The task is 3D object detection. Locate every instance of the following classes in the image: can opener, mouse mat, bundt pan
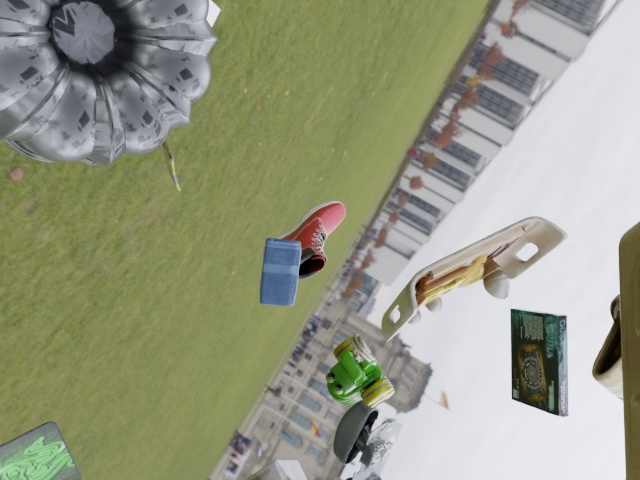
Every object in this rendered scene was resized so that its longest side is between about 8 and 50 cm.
[{"bbox_3d":[0.048,0.383,0.797,0.076,0.095,0.283,1,116,-44],"label":"can opener"},{"bbox_3d":[-0.559,0.440,0.922,0.190,0.152,0.007,-25,-161,-31],"label":"mouse mat"},{"bbox_3d":[-0.261,-0.229,0.559,0.331,0.124,0.330,-19,123,-31],"label":"bundt pan"}]

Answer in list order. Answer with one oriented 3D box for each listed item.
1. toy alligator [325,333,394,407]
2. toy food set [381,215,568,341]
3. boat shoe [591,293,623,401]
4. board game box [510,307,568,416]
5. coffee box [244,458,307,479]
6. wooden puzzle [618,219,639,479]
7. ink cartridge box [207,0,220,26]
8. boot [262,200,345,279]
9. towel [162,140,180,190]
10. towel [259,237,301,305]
[{"bbox_3d":[0.027,0.119,0.440,0.051,0.056,0.189,-34,156,-3],"label":"toy alligator"},{"bbox_3d":[0.263,0.083,0.899,0.306,0.092,0.219,-24,161,-14],"label":"toy food set"},{"bbox_3d":[0.556,0.128,0.853,0.302,0.098,0.109,-56,-177,-15],"label":"boat shoe"},{"bbox_3d":[0.420,0.230,0.968,0.126,0.026,0.186,177,-87,-69],"label":"board game box"},{"bbox_3d":[-0.046,0.445,0.670,0.141,0.246,0.098,-35,151,1],"label":"coffee box"},{"bbox_3d":[0.373,0.064,0.425,0.322,0.081,0.347,95,14,-64],"label":"wooden puzzle"},{"bbox_3d":[-0.366,-0.491,0.945,0.131,0.226,0.306,-59,166,6],"label":"ink cartridge box"},{"bbox_3d":[0.000,0.000,1.197,0.244,0.088,0.176,-38,-148,-20],"label":"boot"},{"bbox_3d":[-0.273,-0.137,0.919,0.010,0.060,0.083,-20,145,-19],"label":"towel"},{"bbox_3d":[-0.071,0.056,0.894,0.029,0.067,0.119,74,23,-86],"label":"towel"}]
